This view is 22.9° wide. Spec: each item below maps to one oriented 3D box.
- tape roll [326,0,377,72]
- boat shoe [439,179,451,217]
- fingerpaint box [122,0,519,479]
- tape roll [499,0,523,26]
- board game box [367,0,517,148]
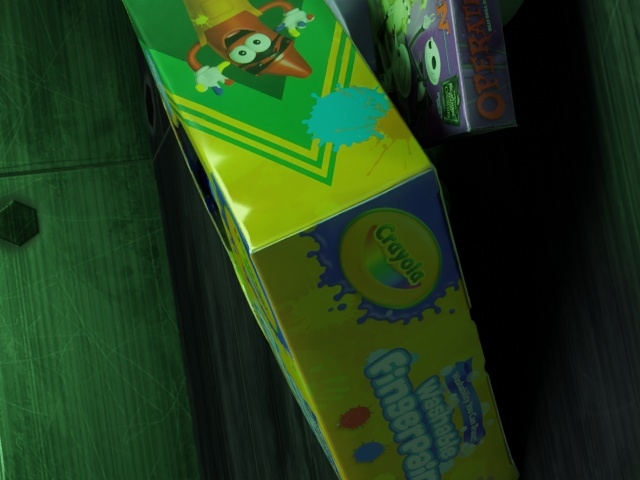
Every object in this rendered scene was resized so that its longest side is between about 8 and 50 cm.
[{"bbox_3d":[0.002,-0.250,1.632,0.189,0.080,0.189,44,157,25],"label":"tape roll"},{"bbox_3d":[0.098,-0.007,1.600,0.050,0.045,0.135,-111,21,-44],"label":"boat shoe"},{"bbox_3d":[0.000,0.000,1.420,0.445,0.163,0.371,70,173,-48],"label":"fingerpaint box"},{"bbox_3d":[0.100,-0.371,1.385,0.392,0.072,0.392,172,90,-75],"label":"tape roll"},{"bbox_3d":[0.080,-0.252,1.287,0.208,0.056,0.347,172,90,-71],"label":"board game box"}]
